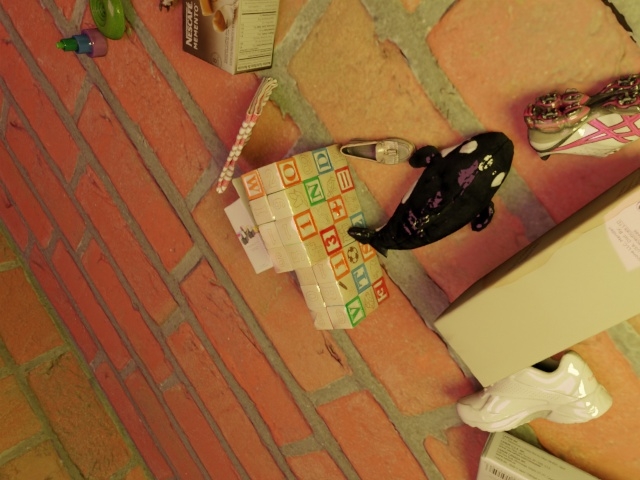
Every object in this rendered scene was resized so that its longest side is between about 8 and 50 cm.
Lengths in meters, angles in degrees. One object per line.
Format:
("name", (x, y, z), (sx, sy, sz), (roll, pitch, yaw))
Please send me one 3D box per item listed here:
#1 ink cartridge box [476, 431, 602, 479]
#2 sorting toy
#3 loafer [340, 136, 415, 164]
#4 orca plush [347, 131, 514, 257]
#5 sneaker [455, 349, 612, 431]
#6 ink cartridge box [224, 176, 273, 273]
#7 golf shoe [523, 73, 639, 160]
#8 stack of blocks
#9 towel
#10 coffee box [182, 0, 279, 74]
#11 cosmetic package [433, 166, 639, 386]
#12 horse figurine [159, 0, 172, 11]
("ink cartridge box", (0.390, 0.432, 0.749), (0.275, 0.060, 0.238), (20, 146, 29))
("sorting toy", (-0.497, -0.505, 1.005), (0.366, 0.126, 0.127), (-24, 93, 50))
("loafer", (0.089, -0.142, 0.761), (0.125, 0.039, 0.045), (11, 116, 36))
("orca plush", (0.147, -0.052, 0.699), (0.287, 0.102, 0.151), (-23, 97, 39))
("sneaker", (0.304, 0.219, 0.724), (0.232, 0.090, 0.115), (-28, 80, 38))
("ink cartridge box", (-0.114, -0.039, 0.933), (0.062, 0.104, 0.181), (-25, 91, 43))
("golf shoe", (0.341, -0.139, 0.547), (0.186, 0.067, 0.086), (-1, 140, 35))
("stack of blocks", (0.000, 0.000, 0.810), (0.087, 0.171, 0.297), (-11, 102, 42))
("towel", (-0.138, -0.192, 0.873), (0.029, 0.144, 0.197), (24, 133, -12))
("coffee box", (-0.148, -0.424, 0.784), (0.141, 0.098, 0.246), (34, 132, 25))
("cosmetic package", (0.307, 0.045, 0.583), (0.113, 0.160, 0.309), (52, 132, 10))
("horse figurine", (-0.299, -0.585, 0.862), (0.174, 0.066, 0.263), (5, 121, 57))
